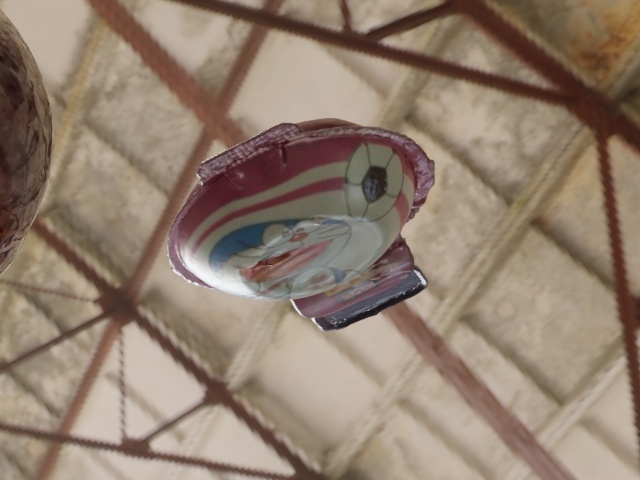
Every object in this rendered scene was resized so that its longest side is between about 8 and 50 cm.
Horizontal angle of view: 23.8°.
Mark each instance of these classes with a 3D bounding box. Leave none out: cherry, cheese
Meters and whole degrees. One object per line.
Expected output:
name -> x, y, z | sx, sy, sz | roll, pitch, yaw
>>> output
cherry -> -0.282, -0.068, 1.016 | 0.300, 0.203, 0.230 | -99, -158, -50
cheese -> 0.000, 0.000, 0.858 | 0.155, 0.244, 0.062 | -24, -118, 8
